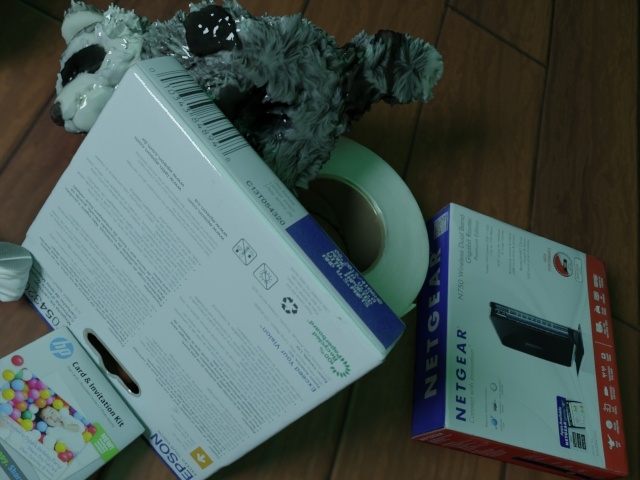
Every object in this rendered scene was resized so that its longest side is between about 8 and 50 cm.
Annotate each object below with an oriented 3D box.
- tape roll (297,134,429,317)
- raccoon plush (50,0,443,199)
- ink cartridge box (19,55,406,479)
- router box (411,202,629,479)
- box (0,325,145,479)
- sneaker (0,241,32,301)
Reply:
[{"bbox_3d":[0.000,0.000,0.871,0.286,0.100,0.286,12,60,-22],"label":"tape roll"},{"bbox_3d":[-0.099,-0.182,0.819,0.299,0.216,0.446,26,23,38],"label":"raccoon plush"},{"bbox_3d":[-0.135,0.053,0.653,0.324,0.330,0.071,49,37,2],"label":"ink cartridge box"},{"bbox_3d":[0.286,0.148,0.956,0.301,0.082,0.336,18,59,-19],"label":"router box"},{"bbox_3d":[-0.281,0.183,0.634,0.145,0.038,0.186,51,33,4],"label":"box"},{"bbox_3d":[-0.374,0.017,0.694,0.152,0.061,0.054,27,31,11],"label":"sneaker"}]
